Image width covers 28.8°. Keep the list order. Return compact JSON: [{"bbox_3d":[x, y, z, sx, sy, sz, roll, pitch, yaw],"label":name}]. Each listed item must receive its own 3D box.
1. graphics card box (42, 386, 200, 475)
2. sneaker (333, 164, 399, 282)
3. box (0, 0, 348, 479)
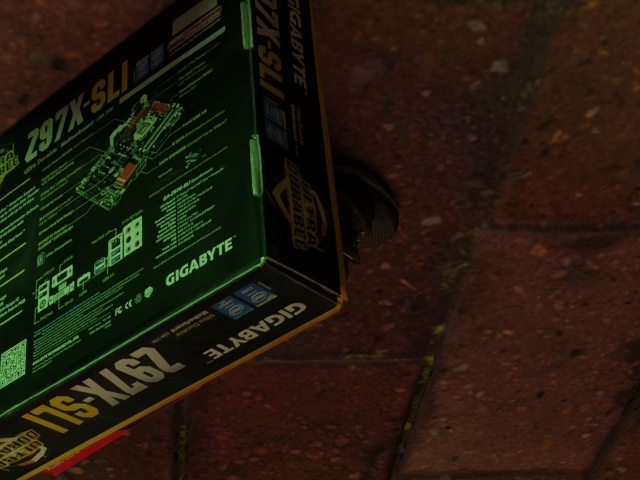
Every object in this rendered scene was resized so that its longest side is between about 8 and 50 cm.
[{"bbox_3d":[-0.313,0.083,1.095,0.232,0.094,0.371,-32,135,32],"label":"graphics card box"},{"bbox_3d":[0.000,0.000,0.964,0.087,0.130,0.227,-33,154,22],"label":"sneaker"},{"bbox_3d":[-0.135,-0.009,0.852,0.322,0.257,0.079,-31,136,29],"label":"box"}]
